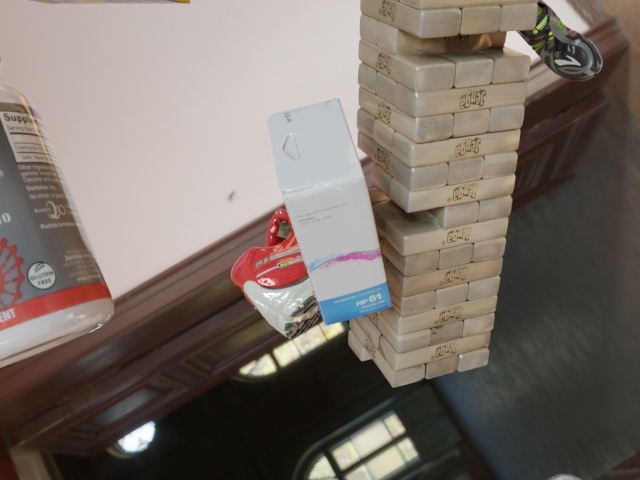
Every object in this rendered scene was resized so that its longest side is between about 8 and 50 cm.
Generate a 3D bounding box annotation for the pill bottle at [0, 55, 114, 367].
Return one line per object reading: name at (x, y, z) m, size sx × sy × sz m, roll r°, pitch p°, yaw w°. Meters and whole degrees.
pill bottle at (-0.383, -0.045, 0.753) m, size 0.210 × 0.210 × 0.363 m, roll 120°, pitch 128°, yaw -86°

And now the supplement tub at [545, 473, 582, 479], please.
supplement tub at (0.172, 0.391, 0.691) m, size 0.193 × 0.316 × 0.193 m, roll 61°, pitch 174°, yaw 10°

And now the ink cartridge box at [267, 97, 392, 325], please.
ink cartridge box at (0.007, -0.018, 0.464) m, size 0.088 × 0.052 × 0.122 m, roll -104°, pitch -3°, yaw -45°

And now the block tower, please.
block tower at (0.083, -0.044, 0.526) m, size 0.097 × 0.091 × 0.335 m, roll -129°, pitch 34°, yaw -55°

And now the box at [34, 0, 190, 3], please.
box at (-0.211, -0.260, 0.673) m, size 0.054 × 0.169 × 0.059 m, roll -29°, pitch -57°, yaw -68°

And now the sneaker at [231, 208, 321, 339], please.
sneaker at (0.000, 0.000, 0.806) m, size 0.118 × 0.107 × 0.279 m, roll 39°, pitch -147°, yaw 11°

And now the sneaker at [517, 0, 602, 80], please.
sneaker at (0.329, -0.301, 1.022) m, size 0.188 × 0.067 × 0.078 m, roll 48°, pitch -149°, yaw 11°
